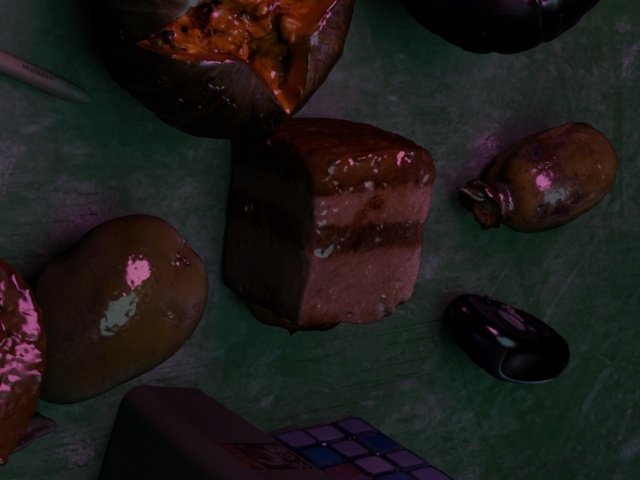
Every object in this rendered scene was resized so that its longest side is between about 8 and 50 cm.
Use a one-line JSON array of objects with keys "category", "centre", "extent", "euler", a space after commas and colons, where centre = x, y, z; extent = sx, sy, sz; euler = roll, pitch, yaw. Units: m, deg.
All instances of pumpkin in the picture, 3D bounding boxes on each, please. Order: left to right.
[{"category": "pumpkin", "centre": [-0.103, -0.267, 1.247], "extent": [0.320, 0.192, 0.321], "euler": [-19, 121, -34]}, {"category": "pumpkin", "centre": [0.226, -0.362, 1.445], "extent": [0.295, 0.296, 0.296], "euler": [-17, 118, -34]}]

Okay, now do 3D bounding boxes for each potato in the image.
[{"category": "potato", "centre": [-0.242, 0.085, 1.306], "extent": [0.251, 0.159, 0.174], "euler": [-40, 105, -10]}]

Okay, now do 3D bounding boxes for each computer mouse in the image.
[{"category": "computer mouse", "centre": [0.284, 0.159, 1.788], "extent": [0.233, 0.137, 0.096], "euler": [21, 112, -38]}]

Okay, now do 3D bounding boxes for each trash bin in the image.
[{"category": "trash bin", "centre": [-0.125, 0.330, 1.376], "extent": [0.158, 0.343, 0.223], "euler": [10, 103, -43]}]

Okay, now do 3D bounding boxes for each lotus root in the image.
[{"category": "lotus root", "centre": [0.316, -0.081, 1.702], "extent": [0.278, 0.154, 0.154], "euler": [-24, 122, -27]}]

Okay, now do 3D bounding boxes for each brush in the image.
[{"category": "brush", "centre": [-0.354, -0.191, 1.182], "extent": [0.299, 0.039, 0.042], "euler": [23, 96, -46]}]

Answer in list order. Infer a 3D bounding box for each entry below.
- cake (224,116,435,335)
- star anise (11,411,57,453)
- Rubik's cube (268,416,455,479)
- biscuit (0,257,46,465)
[{"category": "cake", "centre": [0.000, 0.000, 1.447], "extent": [0.196, 0.198, 0.293], "euler": [-7, 113, -41]}, {"category": "star anise", "centre": [-0.408, 0.216, 1.259], "extent": [0.198, 0.110, 0.257], "euler": [-63, 142, -21]}, {"category": "Rubik's cube", "centre": [0.015, 0.442, 1.577], "extent": [0.292, 0.287, 0.293], "euler": [-6, 111, -37]}, {"category": "biscuit", "centre": [-0.407, 0.117, 1.143], "extent": [0.295, 0.075, 0.296], "euler": [8, 69, -23]}]
